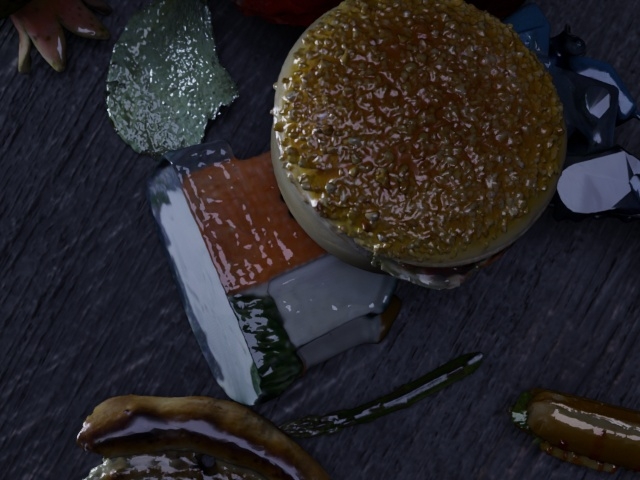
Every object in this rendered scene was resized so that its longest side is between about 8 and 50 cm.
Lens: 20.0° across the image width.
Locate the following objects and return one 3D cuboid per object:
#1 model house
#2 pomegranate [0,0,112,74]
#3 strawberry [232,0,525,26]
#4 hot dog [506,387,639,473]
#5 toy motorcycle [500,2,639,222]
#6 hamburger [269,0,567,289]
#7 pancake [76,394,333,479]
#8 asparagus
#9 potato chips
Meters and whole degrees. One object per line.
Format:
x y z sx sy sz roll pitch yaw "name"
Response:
0.000 0.000 1.901 0.300 0.190 0.271 -21 85 -11 "model house"
-0.358 -0.343 1.906 0.290 0.323 0.291 -11 65 23 "pomegranate"
0.069 -0.346 1.898 0.345 0.295 0.318 23 52 -21 "strawberry"
0.316 0.213 1.916 0.250 0.104 0.076 12 91 -4 "hot dog"
0.315 -0.122 1.910 0.416 0.172 0.232 8 91 8 "toy motorcycle"
0.093 -0.104 1.762 0.302 0.170 0.302 5 74 -17 "hamburger"
-0.143 0.241 1.927 0.257 0.056 0.212 -31 86 -4 "pancake"
0.068 0.172 1.952 0.236 0.027 0.034 -21 81 -3 "asparagus"
-0.153 -0.201 1.947 0.167 0.059 0.228 47 119 23 "potato chips"
